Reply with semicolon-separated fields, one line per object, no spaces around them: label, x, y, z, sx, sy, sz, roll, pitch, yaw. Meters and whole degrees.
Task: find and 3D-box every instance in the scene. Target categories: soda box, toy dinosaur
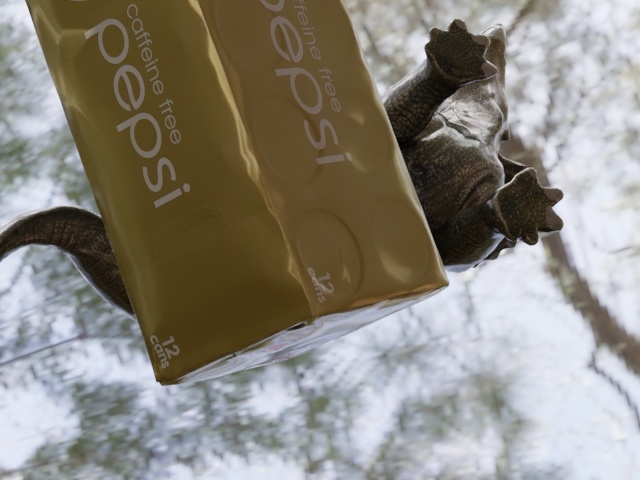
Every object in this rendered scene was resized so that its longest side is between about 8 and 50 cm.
soda box;-0.034;-0.058;0.515;0.061;0.058;0.181;-11;-103;-52
toy dinosaur;0.000;0.000;0.823;0.313;0.160;0.121;-30;-102;-28
